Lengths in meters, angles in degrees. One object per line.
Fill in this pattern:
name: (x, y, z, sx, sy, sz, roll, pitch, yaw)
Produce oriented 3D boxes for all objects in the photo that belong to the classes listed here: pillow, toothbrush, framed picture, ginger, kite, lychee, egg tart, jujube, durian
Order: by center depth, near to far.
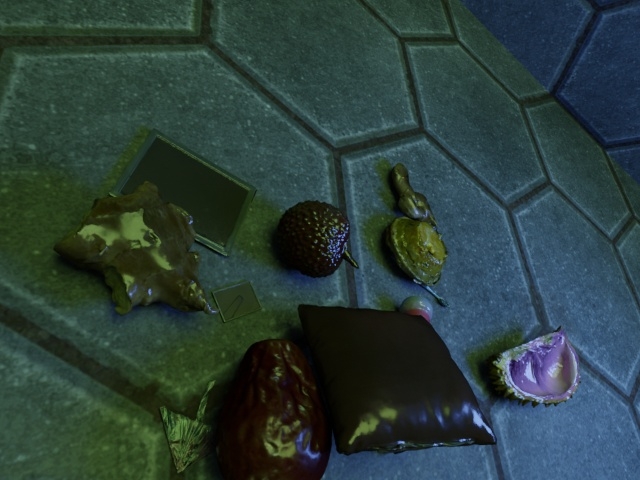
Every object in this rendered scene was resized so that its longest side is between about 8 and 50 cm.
jujube: (-0.075, 0.288, 0.750, 0.190, 0.190, 0.255, 19, 47, -27)
kite: (-0.204, 0.304, 0.754, 0.139, 0.011, 0.156, 31, 51, -22)
ginger: (-0.284, 0.031, 0.779, 0.270, 0.123, 0.218, 46, 49, -19)
pillow: (0.131, 0.235, 0.829, 0.308, 0.108, 0.305, 9, 35, -24)
framed picture: (-0.163, 0.118, 0.891, 0.089, 0.007, 0.066, -17, 76, -41)
framed picture: (-0.268, -0.099, 0.933, 0.252, 0.014, 0.197, 30, 50, -20)
lychee: (0.000, 0.000, 0.974, 0.198, 0.165, 0.165, 20, 49, 8)
egg tart: (0.266, 0.019, 1.204, 0.213, 0.090, 0.212, 26, 47, -31)
toothbrush: (0.266, 0.109, 1.209, 0.219, 0.019, 0.016, 42, 87, -9)
durian: (0.579, 0.361, 1.244, 0.342, 0.112, 0.191, -11, 81, -32)
ginger: (0.265, -0.130, 1.322, 0.133, 0.059, 0.213, 17, 47, -39)

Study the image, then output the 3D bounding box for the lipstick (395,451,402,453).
lipstick: (0.125, 0.327, 0.965, 0.054, 0.053, 0.234, -11, 67, -40)

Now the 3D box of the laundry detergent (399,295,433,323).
laundry detergent: (0.212, 0.264, 0.993, 0.159, 0.088, 0.335, 31, 38, -13)
